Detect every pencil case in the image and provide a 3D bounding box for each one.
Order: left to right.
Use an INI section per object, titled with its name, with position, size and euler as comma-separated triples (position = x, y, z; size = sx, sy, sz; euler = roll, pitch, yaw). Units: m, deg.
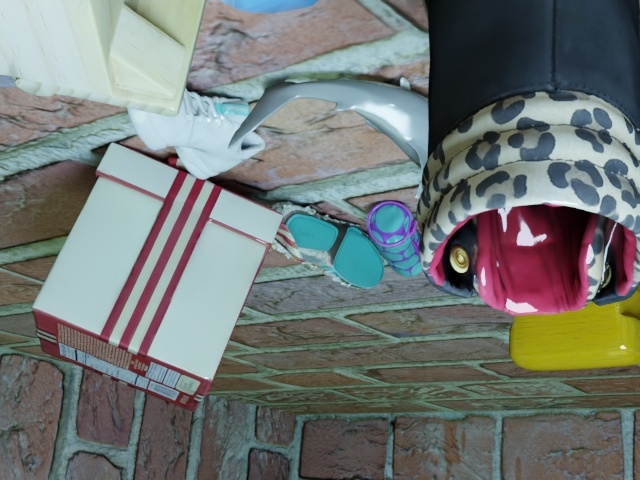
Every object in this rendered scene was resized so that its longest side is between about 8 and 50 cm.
[pencil case]
position = 0.109, -0.001, 1.273
size = 0.070, 0.064, 0.151
euler = 16, 168, 21

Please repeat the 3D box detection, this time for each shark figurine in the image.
[shark figurine]
position = 0.069, -0.093, 0.898
size = 0.278, 0.116, 0.166
euler = 20, 149, -25

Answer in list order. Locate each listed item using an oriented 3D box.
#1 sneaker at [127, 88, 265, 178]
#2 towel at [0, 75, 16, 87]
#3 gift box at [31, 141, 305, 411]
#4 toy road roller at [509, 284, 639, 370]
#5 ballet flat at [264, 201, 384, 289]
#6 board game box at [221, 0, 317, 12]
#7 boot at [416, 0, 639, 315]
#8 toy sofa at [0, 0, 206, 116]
[sneaker]
position = -0.120, -0.126, 0.943
size = 0.094, 0.080, 0.212
euler = -13, 166, 14
[towel]
position = -0.316, -0.172, 0.923
size = 0.060, 0.009, 0.083
euler = 2, 163, 10
[gift box]
position = -0.183, 0.052, 1.181
size = 0.276, 0.258, 0.255
euler = 24, 157, -9
[toy road roller]
position = 0.310, 0.035, 1.040
size = 0.203, 0.240, 0.330
euler = -9, 158, 38
[ballet flat]
position = 0.000, 0.000, 1.307
size = 0.077, 0.091, 0.241
euler = 23, 174, 43
[board game box]
position = -0.005, -0.218, 0.625
size = 0.169, 0.033, 0.133
euler = -32, 162, 26
[boot]
position = 0.129, -0.093, 0.597
size = 0.138, 0.284, 0.377
euler = 3, 162, 5
[toy sofa]
position = -0.153, -0.217, 0.507
size = 0.177, 0.150, 0.362
euler = 10, 162, -3
